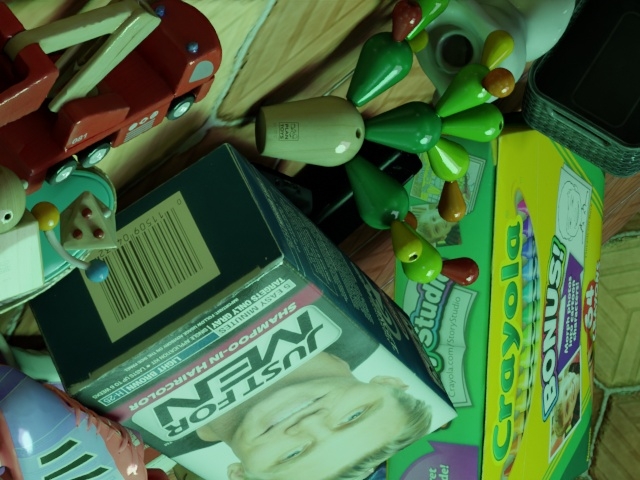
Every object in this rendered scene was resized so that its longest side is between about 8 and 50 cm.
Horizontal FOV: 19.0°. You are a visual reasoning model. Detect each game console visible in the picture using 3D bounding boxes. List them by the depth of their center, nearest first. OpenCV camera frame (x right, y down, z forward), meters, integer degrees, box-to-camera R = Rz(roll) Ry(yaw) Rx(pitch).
[{"bbox_3d":[-0.037,-0.021,1.485,0.213,0.044,0.361,-40,168,8],"label":"game console"}]

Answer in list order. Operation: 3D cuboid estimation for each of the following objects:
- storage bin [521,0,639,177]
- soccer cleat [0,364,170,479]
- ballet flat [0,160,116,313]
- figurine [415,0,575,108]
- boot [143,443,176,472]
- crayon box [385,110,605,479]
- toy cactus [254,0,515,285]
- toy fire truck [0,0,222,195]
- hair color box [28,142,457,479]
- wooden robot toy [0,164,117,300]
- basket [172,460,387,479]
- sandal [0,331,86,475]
[{"bbox_3d":[0.266,-0.161,1.652,0.180,0.122,0.084,-56,170,-12],"label":"storage bin"},{"bbox_3d":[-0.159,0.132,1.218,0.095,0.083,0.248,-27,151,-8],"label":"soccer cleat"},{"bbox_3d":[-0.211,0.020,1.105,0.206,0.073,0.067,-35,-166,-15],"label":"ballet flat"},{"bbox_3d":[0.178,-0.198,1.449,0.215,0.092,0.209,-47,170,28],"label":"figurine"},{"bbox_3d":[-0.164,0.125,1.571,0.244,0.088,0.176,-29,148,30],"label":"boot"},{"bbox_3d":[0.170,0.068,1.790,0.313,0.106,0.363,-15,109,-65],"label":"crayon box"},{"bbox_3d":[0.047,-0.072,1.343,0.180,0.219,0.112,-2,-162,-16],"label":"toy cactus"},{"bbox_3d":[-0.121,-0.089,0.998,0.192,0.047,0.135,-32,165,-34],"label":"toy fire truck"},{"bbox_3d":[-0.045,0.080,1.373,0.174,0.105,0.347,-32,150,9],"label":"hair color box"},{"bbox_3d":[-0.177,-0.010,0.958,0.173,0.076,0.079,-20,135,-27],"label":"wooden robot toy"},{"bbox_3d":[-0.005,0.183,1.845,0.255,0.201,0.289,-43,137,9],"label":"basket"},{"bbox_3d":[-0.235,0.152,1.333,0.169,0.102,0.416,-39,164,-1],"label":"sandal"}]
